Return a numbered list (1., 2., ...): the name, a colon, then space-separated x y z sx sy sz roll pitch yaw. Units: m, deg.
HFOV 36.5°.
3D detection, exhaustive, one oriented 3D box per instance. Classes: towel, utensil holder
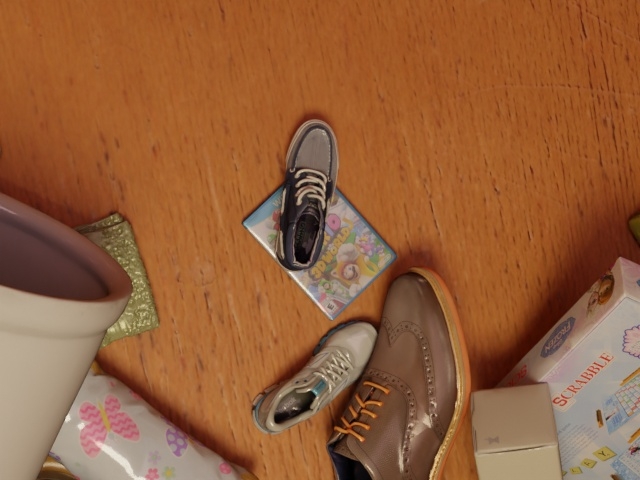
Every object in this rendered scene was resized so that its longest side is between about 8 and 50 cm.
1. towel: -0.259 0.051 1.152 0.110 0.027 0.148 -20 92 -12
2. utensil holder: -0.408 0.152 0.938 0.327 0.327 0.386 24 97 -10

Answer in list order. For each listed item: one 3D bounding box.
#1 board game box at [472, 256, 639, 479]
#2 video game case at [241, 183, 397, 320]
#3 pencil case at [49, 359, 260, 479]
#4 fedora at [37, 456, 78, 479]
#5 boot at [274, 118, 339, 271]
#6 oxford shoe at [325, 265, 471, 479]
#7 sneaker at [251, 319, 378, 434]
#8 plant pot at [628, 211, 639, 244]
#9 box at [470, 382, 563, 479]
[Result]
1. board game box: 0.399 0.197 1.160 0.317 0.319 0.066 24 41 -11
2. video game case: 0.000 0.000 1.212 0.119 0.015 0.166 -43 97 -9
3. pencil case: -0.199 0.250 1.115 0.273 0.113 0.124 37 54 -9
4. fedora: -0.305 0.335 1.109 0.194 0.079 0.195 0 89 -12
5. boot: -0.010 -0.055 1.158 0.069 0.086 0.190 8 87 -11
6. oxford shoe: 0.085 0.210 1.148 0.132 0.130 0.364 5 88 -34
7. sneaker: 0.003 0.171 1.175 0.190 0.083 0.071 -42 95 -11
8. plant pot: 0.577 0.001 1.230 0.207 0.227 0.228 -35 95 -16
9. box: 0.243 0.309 1.142 0.094 0.113 0.275 -8 122 11
